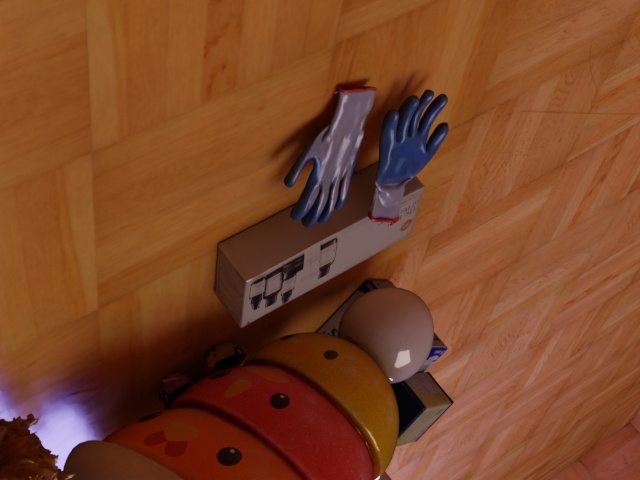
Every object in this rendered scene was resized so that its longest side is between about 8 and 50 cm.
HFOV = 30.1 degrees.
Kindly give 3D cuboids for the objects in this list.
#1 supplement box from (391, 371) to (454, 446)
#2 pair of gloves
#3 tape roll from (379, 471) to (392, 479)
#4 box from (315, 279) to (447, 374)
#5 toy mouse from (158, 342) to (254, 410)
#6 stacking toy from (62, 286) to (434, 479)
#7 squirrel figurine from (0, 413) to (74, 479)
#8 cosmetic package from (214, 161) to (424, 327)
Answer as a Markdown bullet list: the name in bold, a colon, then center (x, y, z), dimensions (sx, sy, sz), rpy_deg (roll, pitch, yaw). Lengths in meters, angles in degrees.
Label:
- **supplement box**: center (0.114, 0.222, 1.556), dimensions (0.083, 0.056, 0.083), rpy_deg (-50, 154, 24)
- **pair of gloves**: center (0.049, -0.083, 1.206), dimensions (0.198, 0.023, 0.159), rpy_deg (-3, 122, -43)
- **tape roll**: center (-0.028, 0.394, 1.607), dimensions (0.286, 0.100, 0.286), rpy_deg (-33, 156, -17)
- **box**: center (0.073, 0.143, 1.587), dimensions (0.137, 0.126, 0.072), rpy_deg (-48, 157, 18)
- **toy mouse**: center (-0.153, 0.175, 1.432), dimensions (0.161, 0.031, 0.143), rpy_deg (-4, 138, -53)
- **stacking toy**: center (-0.031, 0.223, 1.391), dimensions (0.480, 0.350, 0.350), rpy_deg (-48, 164, -32)
- **squirrel figurine**: center (-0.382, 0.327, 1.070), dimensions (0.281, 0.370, 0.397), rpy_deg (-18, -154, 19)
- **cosmetic package**: center (0.000, 0.000, 1.306), dimensions (0.239, 0.060, 0.099), rpy_deg (-28, 155, -24)
